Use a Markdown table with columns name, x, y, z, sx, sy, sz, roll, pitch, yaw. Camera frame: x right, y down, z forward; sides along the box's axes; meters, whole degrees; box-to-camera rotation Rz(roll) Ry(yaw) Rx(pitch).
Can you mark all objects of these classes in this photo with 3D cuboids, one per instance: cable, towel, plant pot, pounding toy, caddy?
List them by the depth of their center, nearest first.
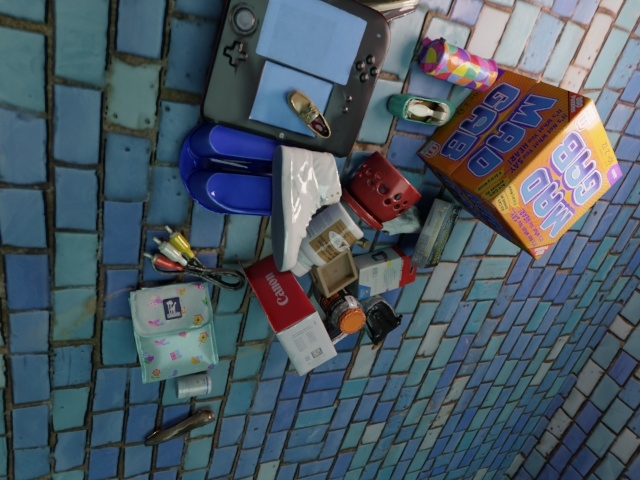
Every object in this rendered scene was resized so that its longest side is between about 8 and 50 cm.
| name | x | y | z | sx | sy | sz | roll | pitch | yaw |
| --- | --- | --- | --- | --- | --- | --- | --- | --- | --- |
| caddy | -0.174 | -0.180 | 1.194 | 0.341 | 0.179 | 0.241 | 2 | 97 | -29 |
| cable | -0.346 | 0.083 | 1.304 | 0.287 | 0.072 | 0.139 | 38 | 101 | -21 |
| plant pot | 0.171 | -0.137 | 1.394 | 0.174 | 0.191 | 0.191 | -46 | 130 | 9 |
| pounding toy | 0.057 | 0.046 | 1.524 | 0.206 | 0.094 | 0.181 | -32 | 126 | -18 |
| towel | 0.042 | 0.326 | 1.655 | 0.144 | 0.197 | 0.029 | -34 | 91 | -3 |

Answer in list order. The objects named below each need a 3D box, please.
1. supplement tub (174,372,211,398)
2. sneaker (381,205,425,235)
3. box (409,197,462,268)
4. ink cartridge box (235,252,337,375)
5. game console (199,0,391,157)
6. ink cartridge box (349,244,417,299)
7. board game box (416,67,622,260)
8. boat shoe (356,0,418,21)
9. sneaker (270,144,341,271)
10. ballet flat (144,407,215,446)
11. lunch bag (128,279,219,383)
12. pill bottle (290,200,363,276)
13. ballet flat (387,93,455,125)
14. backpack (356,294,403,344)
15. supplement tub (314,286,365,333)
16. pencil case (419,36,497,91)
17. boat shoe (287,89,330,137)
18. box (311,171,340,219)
| name | x | y | z | sx | sy | sz | roll | pitch | yaw |
| --- | --- | --- | --- | --- | --- | --- | --- | --- | --- |
| supplement tub | -0.418 | 0.476 | 1.562 | 0.107 | 0.071 | 0.071 | -1 | 121 | -27 |
| sneaker | 0.262 | -0.059 | 1.576 | 0.115 | 0.090 | 0.232 | -33 | 149 | 34 |
| box | 0.389 | -0.023 | 1.595 | 0.183 | 0.056 | 0.231 | 0 | 112 | -63 |
| ink cartridge box | -0.104 | 0.183 | 1.378 | 0.130 | 0.309 | 0.271 | -29 | 130 | -9 |
| game console | -0.045 | -0.384 | 1.058 | 0.387 | 0.060 | 0.342 | 10 | 106 | -29 |
| ink cartridge box | 0.218 | 0.104 | 1.650 | 0.231 | 0.078 | 0.134 | -14 | 126 | -20 |
| board game box | 0.596 | -0.234 | 1.447 | 0.356 | 0.356 | 0.356 | -48 | 130 | 7 |
| boat shoe | 0.103 | -0.535 | 1.157 | 0.285 | 0.103 | 0.092 | -19 | 133 | -11 |
| sneaker | -0.026 | -0.072 | 1.127 | 0.169 | 0.108 | 0.292 | 0 | 96 | -26 |
| ballet flat | -0.490 | 0.648 | 1.653 | 0.250 | 0.058 | 0.084 | -21 | 164 | -8 |
| lunch bag | -0.417 | 0.247 | 1.359 | 0.223 | 0.160 | 0.262 | -7 | 107 | -19 |
| pill bottle | 0.000 | 0.000 | 1.388 | 0.229 | 0.131 | 0.131 | -37 | 131 | 9 |
| ballet flat | 0.312 | -0.370 | 1.381 | 0.247 | 0.087 | 0.083 | 0 | 120 | -28 |
| backpack | 0.197 | 0.271 | 1.726 | 0.152 | 0.115 | 0.182 | -43 | 130 | -11 |
| supplement tub | 0.064 | 0.212 | 1.565 | 0.117 | 0.190 | 0.117 | -14 | 125 | -20 |
| pencil case | 0.388 | -0.493 | 1.335 | 0.236 | 0.104 | 0.104 | 8 | 116 | -32 |
| boat shoe | -0.021 | -0.283 | 1.071 | 0.050 | 0.045 | 0.135 | -47 | 126 | 4 |
| box | -0.033 | -0.118 | 1.396 | 0.186 | 0.038 | 0.145 | -18 | 128 | -18 |
